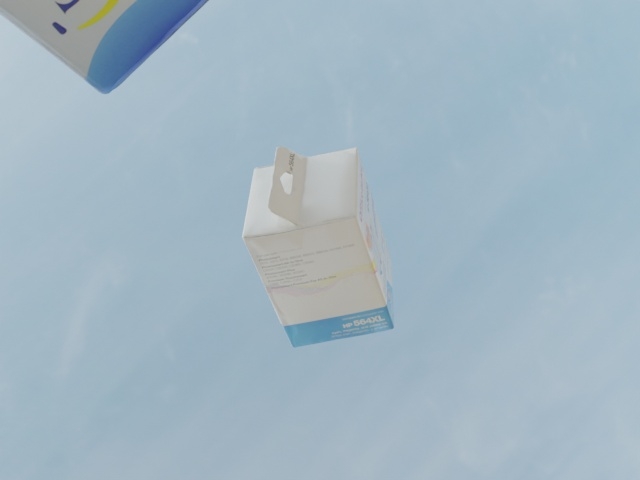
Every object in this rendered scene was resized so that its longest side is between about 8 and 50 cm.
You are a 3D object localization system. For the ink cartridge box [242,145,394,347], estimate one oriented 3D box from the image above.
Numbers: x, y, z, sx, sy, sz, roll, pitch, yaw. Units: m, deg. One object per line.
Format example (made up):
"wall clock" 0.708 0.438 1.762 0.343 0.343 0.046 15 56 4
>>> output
"ink cartridge box" 0.000 0.000 0.676 0.092 0.090 0.143 -88 -17 -48

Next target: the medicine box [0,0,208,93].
"medicine box" -0.148 -0.280 0.485 0.263 0.149 0.289 -43 -35 5
